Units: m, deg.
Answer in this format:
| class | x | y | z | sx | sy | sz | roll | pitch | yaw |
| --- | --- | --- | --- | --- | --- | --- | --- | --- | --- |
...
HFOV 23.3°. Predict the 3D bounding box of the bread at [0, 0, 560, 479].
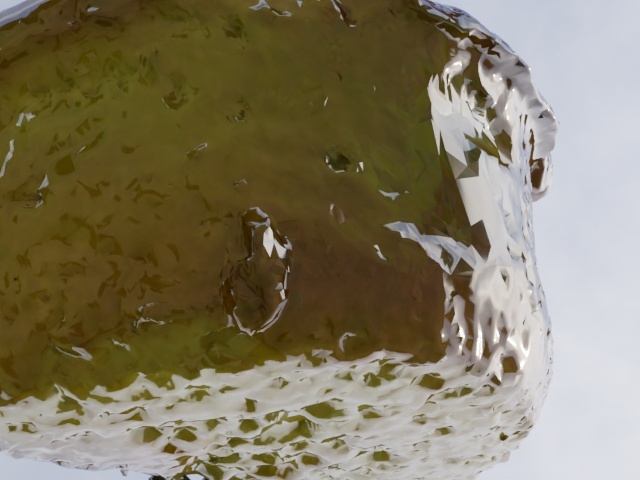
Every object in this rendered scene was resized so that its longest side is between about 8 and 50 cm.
| class | x | y | z | sx | sy | sz | roll | pitch | yaw |
| --- | --- | --- | --- | --- | --- | --- | --- | --- | --- |
| bread | -0.003 | -0.003 | 0.513 | 0.260 | 0.147 | 0.160 | 23 | -125 | -44 |
